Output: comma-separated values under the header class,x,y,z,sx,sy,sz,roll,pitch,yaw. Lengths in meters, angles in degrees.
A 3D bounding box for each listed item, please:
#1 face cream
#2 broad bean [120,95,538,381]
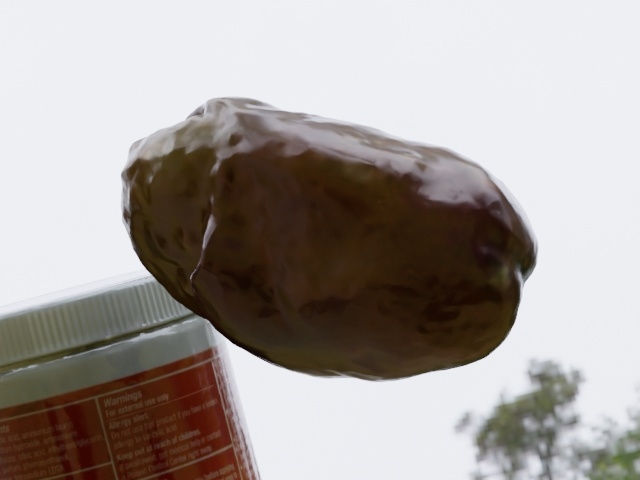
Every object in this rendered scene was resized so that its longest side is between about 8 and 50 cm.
class,x,y,z,sx,sy,sz,roll,pitch,yaw
face cream,-0.152,0.126,1.166,0.201,0.187,0.201,-14,2,1
broad bean,-0.001,0.001,0.915,0.228,0.122,0.156,12,-29,11
